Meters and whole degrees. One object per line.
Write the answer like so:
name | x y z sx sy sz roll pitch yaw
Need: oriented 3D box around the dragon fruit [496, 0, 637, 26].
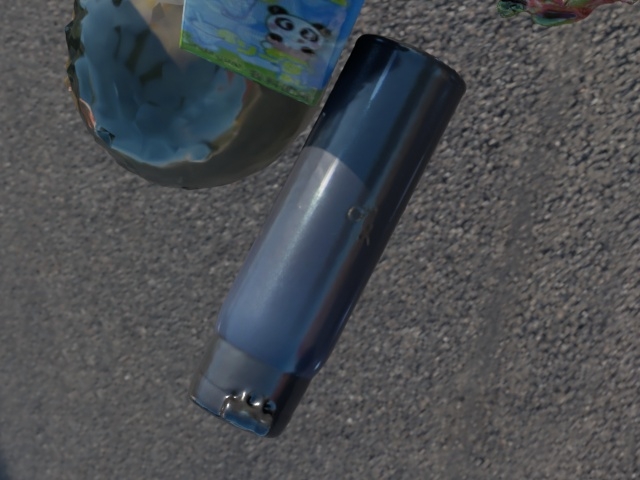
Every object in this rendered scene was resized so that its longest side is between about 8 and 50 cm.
dragon fruit | 0.376 -0.445 1.452 0.237 0.302 0.231 -135 25 -79

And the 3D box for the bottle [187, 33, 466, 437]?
bottle | 0.000 0.000 0.585 0.072 0.244 0.082 27 179 -16

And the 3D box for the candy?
candy | -0.019 -0.152 0.529 0.097 0.062 0.194 24 160 -3

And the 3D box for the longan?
longan | -0.168 -0.266 1.328 0.391 0.391 0.391 20 123 34
